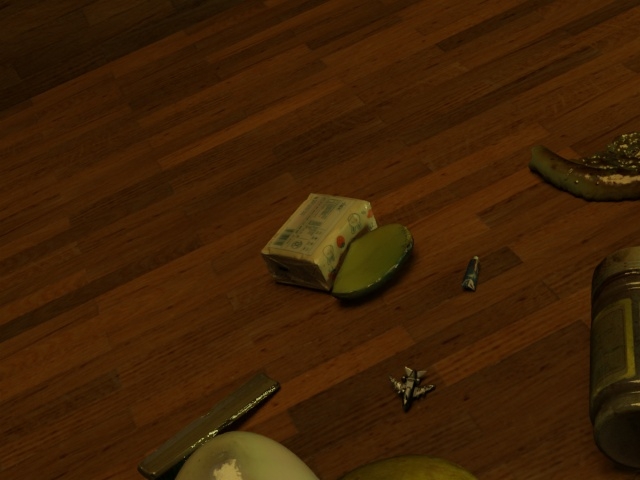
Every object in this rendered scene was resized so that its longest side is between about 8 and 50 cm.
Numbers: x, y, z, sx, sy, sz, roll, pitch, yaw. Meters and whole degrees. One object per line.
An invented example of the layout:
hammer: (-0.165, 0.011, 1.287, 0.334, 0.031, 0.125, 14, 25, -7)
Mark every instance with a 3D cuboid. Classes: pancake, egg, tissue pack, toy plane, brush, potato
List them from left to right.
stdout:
brush: (-0.182, 0.318, 1.739, 0.054, 0.048, 0.282, 23, 46, 41)
egg: (-0.136, 0.378, 1.514, 0.206, 0.161, 0.271, 28, 53, 32)
tissue pack: (0.000, 0.000, 2.019, 0.148, 0.092, 0.196, 10, 47, 36)
potato: (0.099, 0.050, 1.941, 0.119, 0.054, 0.198, 16, 54, 34)
toy plane: (0.146, 0.241, 1.686, 0.079, 0.031, 0.083, 8, 41, 15)
pancake: (0.578, -0.155, 1.967, 0.377, 0.054, 0.197, 0, 40, 25)

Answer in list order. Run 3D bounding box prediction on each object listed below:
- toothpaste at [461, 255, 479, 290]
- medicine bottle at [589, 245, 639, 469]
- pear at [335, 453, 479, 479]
toothpaste: (0.274, 0.059, 1.868, 0.027, 0.019, 0.083, 16, 46, 8)
medicine bottle: (0.473, 0.167, 1.515, 0.151, 0.151, 0.322, -6, 39, 20)
pear: (0.109, 0.420, 1.248, 0.304, 0.304, 0.304, -13, 36, 10)
